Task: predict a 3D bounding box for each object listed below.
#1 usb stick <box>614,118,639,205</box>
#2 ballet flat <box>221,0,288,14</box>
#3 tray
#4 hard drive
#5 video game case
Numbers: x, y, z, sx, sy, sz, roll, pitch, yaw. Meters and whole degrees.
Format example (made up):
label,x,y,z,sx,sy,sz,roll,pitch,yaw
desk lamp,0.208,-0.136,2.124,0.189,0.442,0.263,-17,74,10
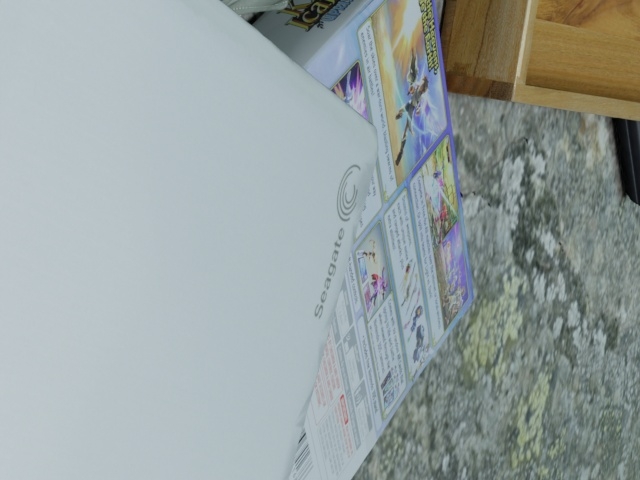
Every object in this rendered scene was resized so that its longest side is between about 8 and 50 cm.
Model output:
label,x,y,z,sx,sy,sz,roll,pitch,yaw
usb stick,0.285,-0.143,1.428,0.077,0.045,0.278,-43,138,-23
ballet flat,-0.072,-0.117,0.757,0.213,0.072,0.068,-26,152,-54
tray,0.240,-0.193,1.234,0.411,0.076,0.203,1,99,-51
hard drive,-0.084,0.010,0.652,0.353,0.047,0.233,31,74,-64
video game case,0.000,0.000,0.934,0.244,0.061,0.269,-49,140,-41
